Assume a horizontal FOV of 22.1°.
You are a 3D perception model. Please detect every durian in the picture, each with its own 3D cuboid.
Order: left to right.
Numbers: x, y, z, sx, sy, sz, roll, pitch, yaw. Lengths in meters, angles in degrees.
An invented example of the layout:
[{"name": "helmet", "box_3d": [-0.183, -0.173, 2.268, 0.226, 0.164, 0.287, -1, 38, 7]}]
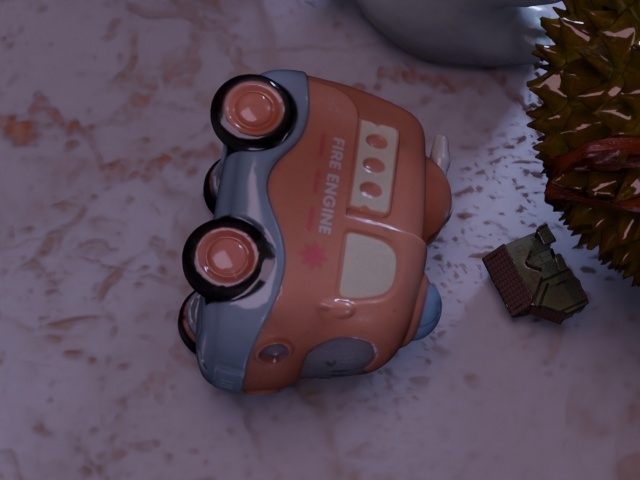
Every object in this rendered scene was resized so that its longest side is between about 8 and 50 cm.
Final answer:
[{"name": "durian", "box_3d": [0.333, -0.107, 1.273, 0.347, 0.348, 0.384, -12, 63, -1]}]

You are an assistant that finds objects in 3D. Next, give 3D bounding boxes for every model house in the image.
[{"name": "model house", "box_3d": [0.180, 0.036, 1.371, 0.058, 0.057, 0.083, -21, 70, -10]}]

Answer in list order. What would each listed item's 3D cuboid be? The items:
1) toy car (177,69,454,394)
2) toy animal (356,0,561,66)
[{"name": "toy car", "box_3d": [0.000, 0.000, 1.341, 0.212, 0.180, 0.271, 10, 68, -2]}, {"name": "toy animal", "box_3d": [0.115, -0.299, 1.352, 0.241, 0.368, 0.196, 4, 68, -6]}]
